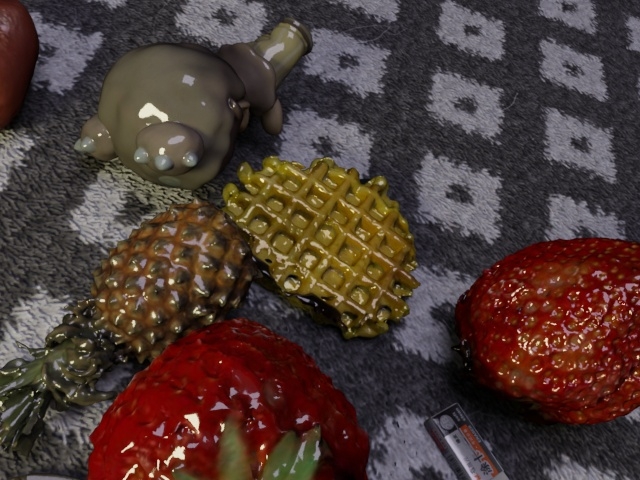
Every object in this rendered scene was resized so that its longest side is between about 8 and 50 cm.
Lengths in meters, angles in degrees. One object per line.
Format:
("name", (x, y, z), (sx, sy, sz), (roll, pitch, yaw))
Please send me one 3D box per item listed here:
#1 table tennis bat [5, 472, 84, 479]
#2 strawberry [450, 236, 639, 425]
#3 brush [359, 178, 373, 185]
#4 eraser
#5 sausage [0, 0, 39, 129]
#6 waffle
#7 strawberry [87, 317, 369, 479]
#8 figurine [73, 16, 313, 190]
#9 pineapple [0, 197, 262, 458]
("table tennis bat", (-0.333, 0.306, 0.702), (0.235, 0.022, 0.131), (12, 54, -14))
("strawberry", (0.336, 0.109, 0.904), (0.250, 0.288, 0.238), (18, 39, -32))
("brush", (0.015, -0.082, 1.095), (0.194, 0.016, 0.062), (-9, 66, -23))
("eraser", (0.193, 0.280, 0.893), (0.052, 0.029, 0.122), (-21, 65, -30))
("sausage", (-0.485, -0.257, 0.967), (0.148, 0.148, 0.254), (13, 53, -10))
("waffle", (0.001, -0.002, 1.001), (0.312, 0.060, 0.307), (6, 58, -14))
("strawberry", (-0.092, 0.231, 0.706), (0.292, 0.310, 0.291), (0, 88, -15))
("figurine", (-0.166, -0.219, 1.003), (0.248, 0.203, 0.381), (19, 46, 37))
("pineapple", (-0.244, 0.095, 0.809), (0.361, 0.175, 0.175), (-35, 72, -18))
